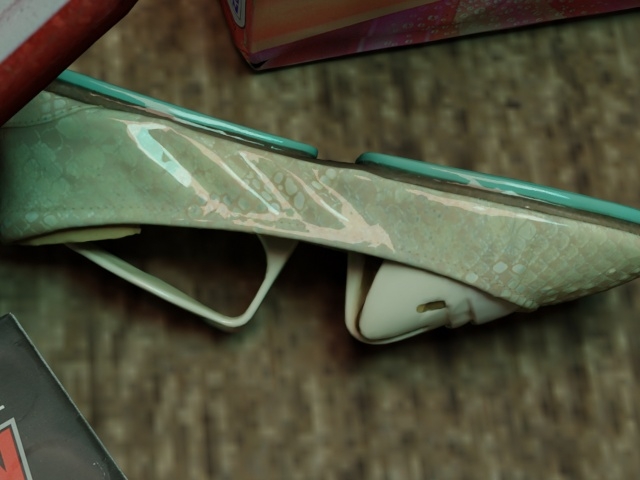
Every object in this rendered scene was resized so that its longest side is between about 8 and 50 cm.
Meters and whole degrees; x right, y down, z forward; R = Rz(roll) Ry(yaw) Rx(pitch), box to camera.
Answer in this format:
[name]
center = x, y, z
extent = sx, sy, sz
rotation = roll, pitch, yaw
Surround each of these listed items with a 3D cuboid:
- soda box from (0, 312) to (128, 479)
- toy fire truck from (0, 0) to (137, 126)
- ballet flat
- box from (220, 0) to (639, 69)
[soda box]
center = -0.121, 0.086, 0.380
extent = 0.169, 0.053, 0.060
rotation = -31, 70, -22
[toy fire truck]
center = -0.217, -0.047, 0.355
extent = 0.302, 0.169, 0.254
rotation = -42, 96, 6
[ballet flat]
center = 0.000, 0.000, 0.454
extent = 0.168, 0.057, 0.052
rotation = 14, 88, 4
[box]
center = 0.014, -0.217, 0.509
extent = 0.142, 0.154, 0.300
rotation = -10, 62, -13
